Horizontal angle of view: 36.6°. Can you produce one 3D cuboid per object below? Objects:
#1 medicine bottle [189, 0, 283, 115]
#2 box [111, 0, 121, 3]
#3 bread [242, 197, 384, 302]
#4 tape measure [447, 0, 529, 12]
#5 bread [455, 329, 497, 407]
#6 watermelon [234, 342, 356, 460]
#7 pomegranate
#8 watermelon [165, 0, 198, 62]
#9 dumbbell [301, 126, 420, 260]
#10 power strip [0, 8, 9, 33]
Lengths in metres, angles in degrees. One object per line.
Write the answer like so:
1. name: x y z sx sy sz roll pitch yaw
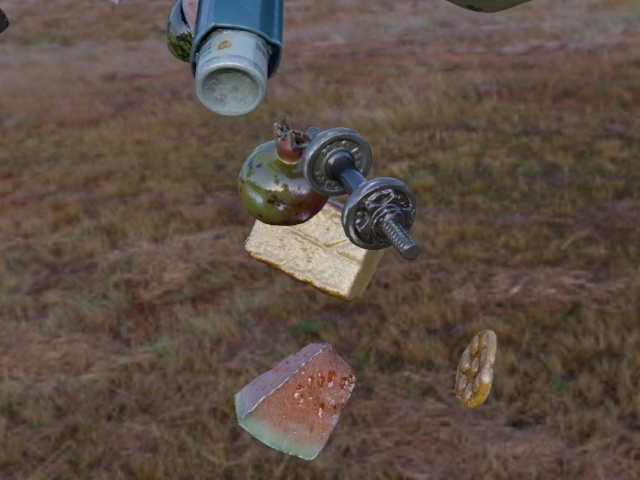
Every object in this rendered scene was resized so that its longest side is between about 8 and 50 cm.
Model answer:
1. medicine bottle: -0.093 -0.227 0.904 0.124 0.079 0.258 8 49 -14
2. box: -0.376 -0.471 1.501 0.242 0.067 0.155 24 47 8
3. bread: 0.000 0.000 2.267 0.279 0.207 0.279 25 2 9
4. tape measure: 0.139 -0.328 1.009 0.235 0.115 0.207 22 -7 -24
5. bread: 0.209 0.170 1.288 0.024 0.110 0.110 20 12 -9
6. watermelon: -0.033 0.319 2.048 0.193 0.257 0.140 33 16 -21
7. pomegranate: -0.040 -0.094 1.302 0.129 0.159 0.129 24 26 -13
8. watermelon: -0.215 -0.357 1.577 0.086 0.069 0.163 -12 50 -3
9. dumbbell: 0.038 -0.054 0.987 0.081 0.082 0.254 -9 35 -20
10. power strip: -0.516 -0.244 1.227 0.256 0.070 0.105 -40 -13 -8
